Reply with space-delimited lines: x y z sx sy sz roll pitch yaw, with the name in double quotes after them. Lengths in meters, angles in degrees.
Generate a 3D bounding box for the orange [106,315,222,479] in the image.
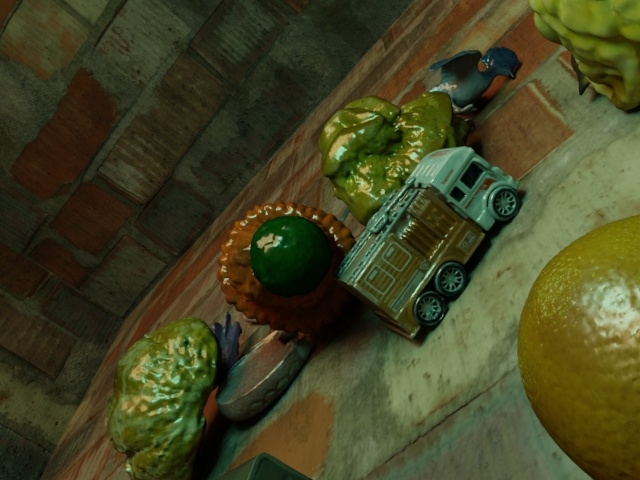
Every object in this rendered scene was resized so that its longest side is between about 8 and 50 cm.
-0.331 0.333 1.289 0.271 0.211 0.368 -24 53 59 "orange"

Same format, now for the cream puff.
0.143 -0.181 1.205 0.269 0.275 0.323 -53 18 30 "cream puff"

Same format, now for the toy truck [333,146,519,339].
0.164 -0.012 0.981 0.305 0.162 0.136 -53 17 -6 "toy truck"

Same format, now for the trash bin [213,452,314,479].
-0.129 0.435 0.910 0.240 0.122 0.164 -39 21 42 "trash bin"

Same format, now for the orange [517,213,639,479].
0.261 0.086 0.453 0.236 0.236 0.236 -46 18 20 "orange"

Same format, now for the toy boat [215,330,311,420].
-0.112 0.284 1.270 0.227 0.085 0.155 -43 24 -9 "toy boat"

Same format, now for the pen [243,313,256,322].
-0.168 0.194 1.636 0.053 0.032 0.197 -59 20 -20 "pen"

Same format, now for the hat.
-0.076 0.061 1.115 0.285 0.285 0.400 -49 -6 8 "hat"

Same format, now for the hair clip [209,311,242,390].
-0.234 0.281 1.482 0.090 0.137 0.278 -35 28 9 "hair clip"

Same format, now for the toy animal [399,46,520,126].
0.297 -0.324 1.314 0.239 0.256 0.176 71 -161 -65 "toy animal"

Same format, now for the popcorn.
0.435 -0.359 0.835 0.381 0.349 0.348 107 -171 -59 "popcorn"

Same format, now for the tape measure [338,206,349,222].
0.000 -0.001 1.515 0.164 0.084 0.330 -35 25 32 "tape measure"
